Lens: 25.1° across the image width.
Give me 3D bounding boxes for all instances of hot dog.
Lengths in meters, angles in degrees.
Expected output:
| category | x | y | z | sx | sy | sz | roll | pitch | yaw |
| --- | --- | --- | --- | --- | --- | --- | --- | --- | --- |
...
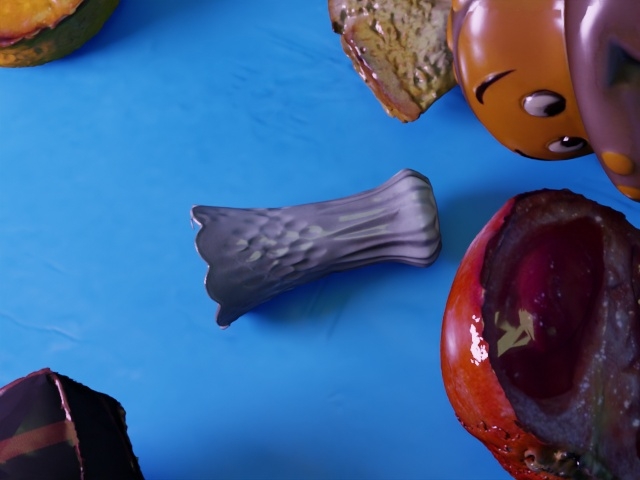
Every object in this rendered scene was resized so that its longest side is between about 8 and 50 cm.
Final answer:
| category | x | y | z | sx | sy | sz | roll | pitch | yaw |
| --- | --- | --- | --- | --- | --- | --- | --- | --- | --- |
| hot dog | 0.077 | -0.204 | 0.950 | 0.123 | 0.093 | 0.261 | 19 | 89 | 14 |

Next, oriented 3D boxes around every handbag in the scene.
| category | x | y | z | sx | sy | sz | roll | pitch | yaw |
| --- | --- | --- | --- | --- | --- | --- | --- | --- | --- |
| handbag | -0.194 | 0.184 | 0.802 | 0.215 | 0.155 | 0.169 | -26 | 68 | 5 |

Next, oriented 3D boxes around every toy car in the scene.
| category | x | y | z | sx | sy | sz | roll | pitch | yaw |
| --- | --- | --- | --- | --- | --- | --- | --- | --- | --- |
| toy car | 0.223 | -0.180 | 0.854 | 0.240 | 0.271 | 0.340 | 5 | 65 | 32 |

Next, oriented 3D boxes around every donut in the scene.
| category | x | y | z | sx | sy | sz | roll | pitch | yaw |
| --- | --- | --- | --- | --- | --- | --- | --- | --- | --- |
| donut | -0.218 | -0.195 | 0.999 | 0.190 | 0.074 | 0.174 | -6 | 69 | 10 |

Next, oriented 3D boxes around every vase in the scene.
| category | x | y | z | sx | sy | sz | roll | pitch | yaw |
| --- | --- | --- | --- | --- | --- | --- | --- | --- | --- |
| vase | 0.000 | 0.000 | 0.892 | 0.149 | 0.081 | 0.081 | -13 | 68 | -1 |

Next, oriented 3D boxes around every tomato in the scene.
| category | x | y | z | sx | sy | sz | roll | pitch | yaw |
| --- | --- | --- | --- | --- | --- | --- | --- | --- | --- |
| tomato | 0.139 | 0.069 | 0.837 | 0.189 | 0.099 | 0.173 | 34 | 55 | -21 |
